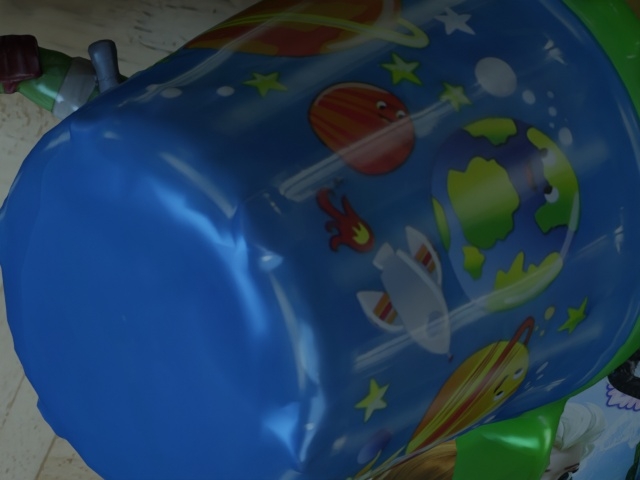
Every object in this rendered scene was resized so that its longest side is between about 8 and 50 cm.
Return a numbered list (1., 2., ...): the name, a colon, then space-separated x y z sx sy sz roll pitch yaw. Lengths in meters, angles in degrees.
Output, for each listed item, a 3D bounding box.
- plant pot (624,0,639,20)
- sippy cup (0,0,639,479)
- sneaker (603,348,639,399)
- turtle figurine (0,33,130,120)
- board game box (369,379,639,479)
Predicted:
1. plant pot: 0.159 -0.098 0.796 0.212 0.187 0.212 3 128 -21
2. sippy cup: 0.000 0.000 0.627 0.224 0.305 0.240 -29 165 -45
3. sneaker: 0.134 0.002 0.938 0.281 0.162 0.106 23 120 9
4. turtle figurine: -0.140 -0.071 0.668 0.197 0.275 0.266 2 134 -29
5. board game box: 0.110 0.171 1.094 0.318 0.066 0.318 -12 132 -7
